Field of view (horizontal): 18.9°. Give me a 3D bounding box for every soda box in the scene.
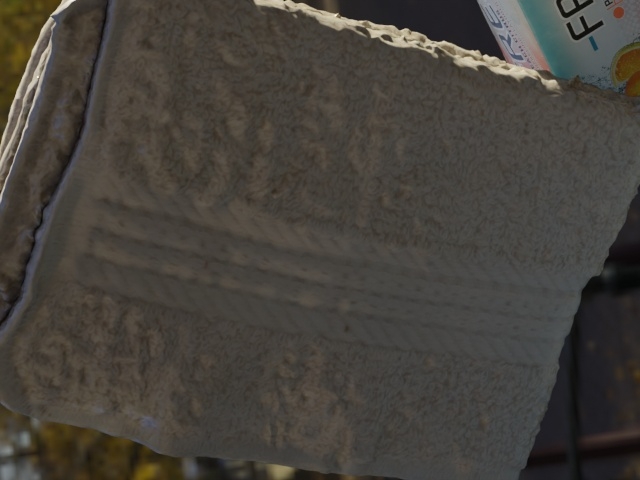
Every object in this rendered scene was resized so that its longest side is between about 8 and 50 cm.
[{"bbox_3d":[0.099,-0.126,0.846,0.183,0.063,0.058,62,171,-19],"label":"soda box"}]

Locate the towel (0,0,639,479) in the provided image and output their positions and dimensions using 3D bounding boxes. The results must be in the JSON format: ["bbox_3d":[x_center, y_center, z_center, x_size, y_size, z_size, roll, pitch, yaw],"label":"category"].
[{"bbox_3d":[0.000,0.000,0.771,0.049,0.282,0.187,44,118,55],"label":"towel"}]
